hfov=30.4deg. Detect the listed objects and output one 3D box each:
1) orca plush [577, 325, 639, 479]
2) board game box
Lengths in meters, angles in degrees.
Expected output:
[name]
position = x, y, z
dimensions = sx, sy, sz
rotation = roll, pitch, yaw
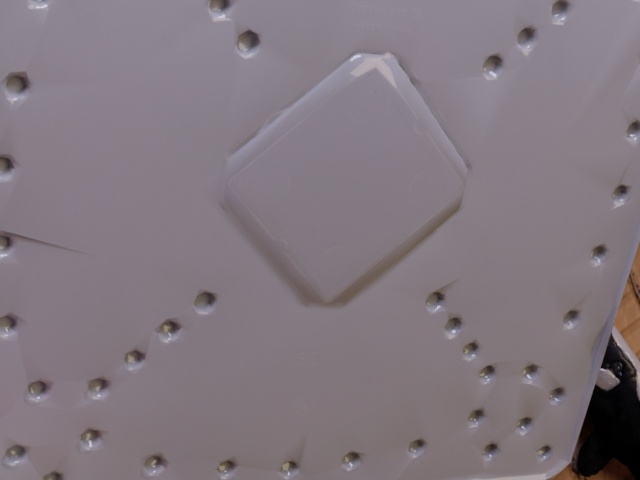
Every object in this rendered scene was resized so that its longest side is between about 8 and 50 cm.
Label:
[orca plush]
position = 0.291, 0.190, 1.155
dimensions = 0.287, 0.102, 0.151
rotation = 52, 5, -46
[board game box]
position = 0.007, -0.038, 0.617
dimensions = 0.390, 0.050, 0.389
rotation = 1, 114, -25
